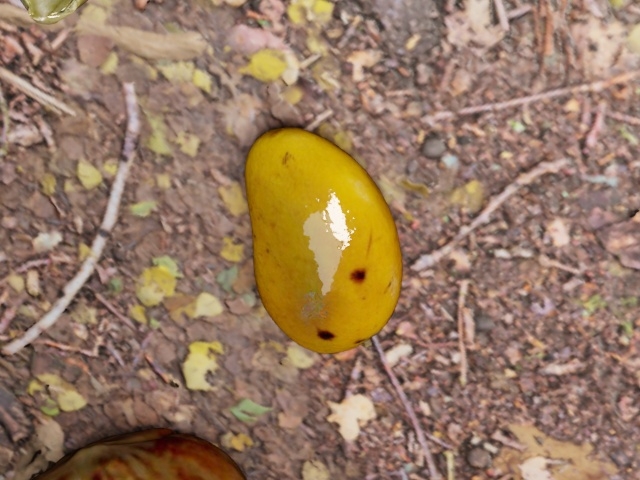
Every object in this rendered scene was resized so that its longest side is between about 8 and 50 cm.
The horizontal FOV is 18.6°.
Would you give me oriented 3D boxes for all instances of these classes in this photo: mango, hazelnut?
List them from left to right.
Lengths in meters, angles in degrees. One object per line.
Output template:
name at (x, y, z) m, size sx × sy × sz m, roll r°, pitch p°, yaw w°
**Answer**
hazelnut at (-0.153, 0.265, 1.591) m, size 0.218 × 0.234 × 0.218 m, roll 45°, pitch 149°, yaw 38°
mango at (0.003, 0.001, 1.446) m, size 0.115 × 0.090 × 0.178 m, roll 7°, pitch 116°, yaw 26°

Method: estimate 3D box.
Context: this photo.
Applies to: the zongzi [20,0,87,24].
zongzi at (-0.161, -0.299, 1.299) m, size 0.256 × 0.115 × 0.228 m, roll -32°, pitch 102°, yaw 28°
